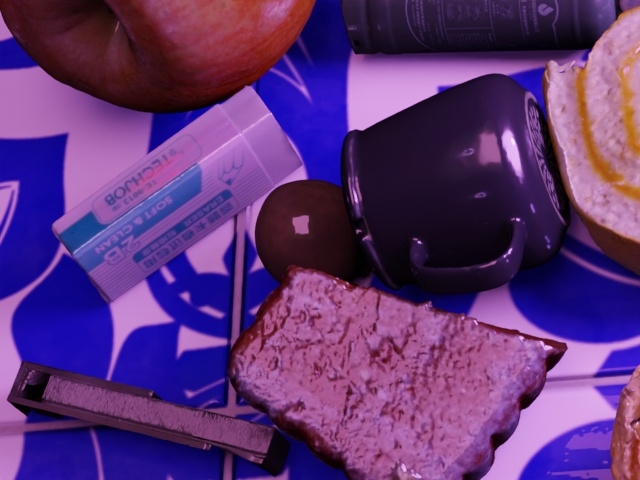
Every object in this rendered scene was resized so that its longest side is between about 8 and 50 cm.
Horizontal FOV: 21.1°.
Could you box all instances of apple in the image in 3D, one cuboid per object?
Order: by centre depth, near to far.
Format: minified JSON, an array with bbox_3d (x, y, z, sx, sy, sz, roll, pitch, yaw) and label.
[{"bbox_3d":[-0.139,-0.272,1.603,0.301,0.301,0.302,-7,61,14],"label":"apple"}]

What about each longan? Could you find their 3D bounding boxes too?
[{"bbox_3d":[0.000,0.000,1.523,0.119,0.106,0.106,15,61,-22],"label":"longan"}]

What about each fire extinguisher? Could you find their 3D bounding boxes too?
[{"bbox_3d":[0.177,-0.215,1.581,0.311,0.095,0.114,-1,107,19],"label":"fire extinguisher"}]

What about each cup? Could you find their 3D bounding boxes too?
[{"bbox_3d":[0.111,-0.031,1.444,0.176,0.169,0.223,-13,34,16],"label":"cup"}]

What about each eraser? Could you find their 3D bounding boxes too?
[{"bbox_3d":[-0.131,-0.041,1.581,0.225,0.095,0.052,-35,54,-2],"label":"eraser"}]

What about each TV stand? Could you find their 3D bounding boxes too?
[{"bbox_3d":[-0.152,0.157,1.510,0.256,0.049,0.040,11,68,22],"label":"TV stand"}]

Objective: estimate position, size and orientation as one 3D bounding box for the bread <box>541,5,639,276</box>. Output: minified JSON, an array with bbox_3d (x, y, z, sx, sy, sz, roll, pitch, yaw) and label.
[{"bbox_3d":[0.293,-0.071,1.450,0.186,0.124,0.257,-12,61,17],"label":"bread"}]

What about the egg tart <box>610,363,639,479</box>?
[{"bbox_3d":[0.346,0.164,1.325,0.252,0.098,0.232,-39,65,0],"label":"egg tart"}]

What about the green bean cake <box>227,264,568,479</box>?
[{"bbox_3d":[0.057,0.106,1.419,0.232,0.097,0.198,31,82,13],"label":"green bean cake"}]
